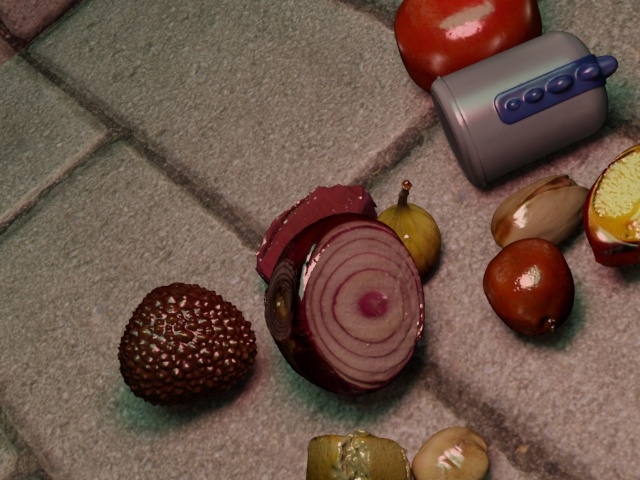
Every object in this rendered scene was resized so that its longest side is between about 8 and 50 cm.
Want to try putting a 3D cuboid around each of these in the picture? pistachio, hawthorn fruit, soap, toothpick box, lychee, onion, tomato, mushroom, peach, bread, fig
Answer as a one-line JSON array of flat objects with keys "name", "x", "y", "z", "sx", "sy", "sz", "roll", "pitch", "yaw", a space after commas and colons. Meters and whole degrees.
[{"name": "pistachio", "x": 0.421, "y": -0.049, "z": 1.945, "sx": 0.215, "sy": 0.144, "sz": 0.144, "roll": -36, "pitch": 47, "yaw": -17}, {"name": "hawthorn fruit", "x": 0.382, "y": 0.092, "z": 1.829, "sx": 0.169, "sy": 0.169, "sz": 0.188, "roll": -21, "pitch": 38, "yaw": 8}, {"name": "soap", "x": 0.000, "y": 0.000, "z": 2.117, "sx": 0.289, "sy": 0.112, "sz": 0.182, "roll": -38, "pitch": 51, "yaw": -10}, {"name": "toothpick box", "x": 0.427, "y": -0.283, "z": 2.054, "sx": 0.354, "sy": 0.263, "sz": 0.263, "roll": -23, "pitch": 48, "yaw": 3}, {"name": "lychee", "x": -0.254, "y": 0.206, "z": 1.986, "sx": 0.271, "sy": 0.271, "sz": 0.271, "roll": -12, "pitch": 50, "yaw": 15}, {"name": "onion", "x": 0.025, "y": 0.123, "z": 1.897, "sx": 0.260, "sy": 0.281, "sz": 0.337, "roll": -16, "pitch": 82, "yaw": 60}, {"name": "tomato", "x": 0.327, "y": -0.468, "z": 2.236, "sx": 0.325, "sy": 0.293, "sz": 0.290, "roll": -18, "pitch": 63, "yaw": 3}, {"name": "mushroom", "x": 0.221, "y": 0.379, "z": 1.710, "sx": 0.148, "sy": 0.148, "sz": 0.112, "roll": -33, "pitch": 87, "yaw": -4}, {"name": "peach", "x": 0.573, "y": -0.055, "z": 1.874, "sx": 0.158, "sy": 0.154, "sz": 0.267, "roll": 30, "pitch": 79, "yaw": 29}, {"name": "bread", "x": 0.066, "y": 0.393, "z": 1.685, "sx": 0.185, "sy": 0.257, "sz": 0.124, "roll": 5, "pitch": 62, "yaw": 2}, {"name": "fig", "x": 0.179, "y": -0.027, "z": 1.999, "sx": 0.143, "sy": 0.231, "sz": 0.160, "roll": 9, "pitch": 39, "yaw": -20}]
